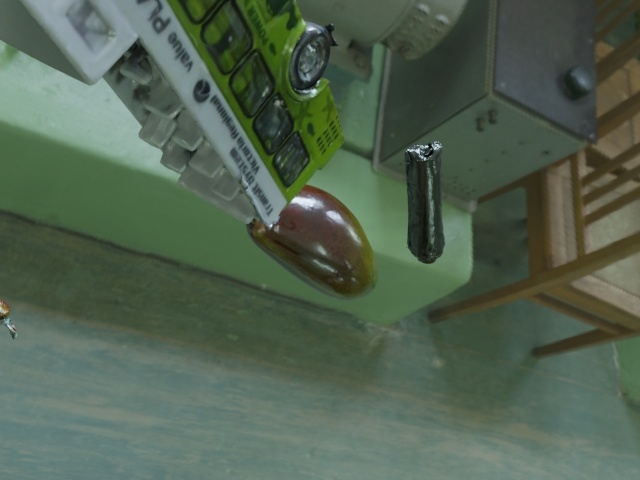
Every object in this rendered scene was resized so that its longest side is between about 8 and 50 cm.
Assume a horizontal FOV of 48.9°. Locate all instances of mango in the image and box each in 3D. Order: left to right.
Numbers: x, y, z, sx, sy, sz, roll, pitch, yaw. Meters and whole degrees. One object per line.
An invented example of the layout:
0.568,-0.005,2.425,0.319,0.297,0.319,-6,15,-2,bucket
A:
0.000,0.000,1.028,0.267,0.111,0.133,37,49,-34,mango

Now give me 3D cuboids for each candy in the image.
-0.710,0.143,1.522,0.182,0.046,0.053,58,11,-22,candy

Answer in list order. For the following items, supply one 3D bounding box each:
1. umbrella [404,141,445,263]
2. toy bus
0.099,-0.034,0.673,0.031,0.036,0.133,-46,140,-42,umbrella
-0.082,-0.119,0.385,0.113,0.302,0.139,29,74,29,toy bus
